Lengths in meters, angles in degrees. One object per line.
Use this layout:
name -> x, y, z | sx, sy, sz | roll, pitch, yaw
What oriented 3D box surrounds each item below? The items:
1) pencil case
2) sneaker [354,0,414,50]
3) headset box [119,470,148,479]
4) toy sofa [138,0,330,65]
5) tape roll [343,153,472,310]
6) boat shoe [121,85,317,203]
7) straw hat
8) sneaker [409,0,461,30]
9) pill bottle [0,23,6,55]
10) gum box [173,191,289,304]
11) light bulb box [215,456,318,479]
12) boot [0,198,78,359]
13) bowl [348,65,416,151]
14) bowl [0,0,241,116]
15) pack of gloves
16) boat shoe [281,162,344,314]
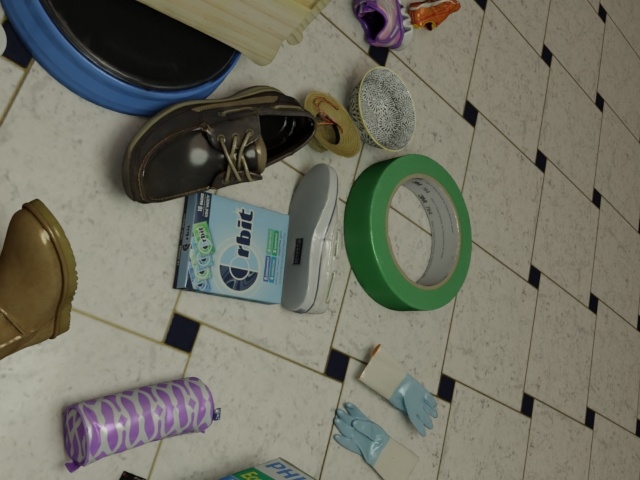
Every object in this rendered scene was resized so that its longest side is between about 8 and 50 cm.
pencil case -> -0.249, 0.249, 0.888 | 0.206, 0.086, 0.088 | -2, 109, -41
sneaker -> 0.113, -0.503, 1.308 | 0.105, 0.095, 0.236 | -22, 100, -34
headset box -> -0.264, 0.364, 0.868 | 0.032, 0.062, 0.083 | 43, 59, -30
toy sofa -> -0.169, -0.417, 0.921 | 0.363, 0.177, 0.150 | 14, 50, -40
tape roll -> 0.188, -0.014, 1.315 | 0.321, 0.077, 0.321 | 7, 80, -42
boat shoe -> -0.139, -0.153, 0.975 | 0.355, 0.130, 0.132 | -38, 135, -40
straw hat -> 0.005, -0.201, 1.186 | 0.145, 0.061, 0.144 | 26, 48, -32
sneaker -> 0.261, -0.523, 1.471 | 0.175, 0.064, 0.067 | -26, 121, -36
pill bottle -> -0.427, -0.229, 0.765 | 0.065, 0.116, 0.065 | 7, 80, -42
gum box -> -0.140, 0.015, 1.040 | 0.184, 0.041, 0.156 | 15, 74, -38
light bulb box -> -0.129, 0.527, 0.817 | 0.361, 0.225, 0.357 | -5, 101, -42
boot -> -0.405, 0.096, 0.692 | 0.270, 0.089, 0.236 | -31, 149, -41
bowl -> 0.108, -0.252, 1.271 | 0.170, 0.080, 0.170 | 9, 77, -42
bowl -> -0.273, -0.385, 0.953 | 0.391, 0.077, 0.390 | 6, 80, -41
pack of gloves -> 0.123, 0.345, 1.244 | 0.232, 0.046, 0.195 | 46, 68, -24
boat shoe -> 0.000, 0.000, 1.134 | 0.088, 0.096, 0.267 | 18, 74, -43
